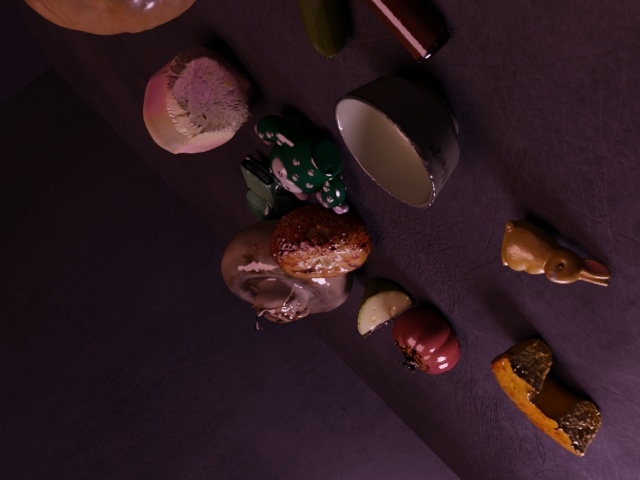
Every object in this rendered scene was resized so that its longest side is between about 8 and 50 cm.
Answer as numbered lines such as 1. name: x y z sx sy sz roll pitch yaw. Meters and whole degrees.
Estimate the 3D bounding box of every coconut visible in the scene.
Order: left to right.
1. coconut: -0.280 -0.308 1.645 0.233 0.233 0.245 52 158 -16

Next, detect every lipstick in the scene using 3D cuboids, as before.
1. lipstick: 0.030 -0.374 0.919 0.356 0.057 0.057 48 166 -3

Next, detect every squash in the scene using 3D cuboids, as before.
1. squash: -0.002 -0.350 1.050 0.069 0.069 0.258 39 163 29
2. squash: 0.169 0.140 1.947 0.093 0.169 0.252 52 -161 -7

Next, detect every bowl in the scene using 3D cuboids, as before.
1. bowl: 0.128 -0.162 1.084 0.211 0.112 0.211 42 164 15

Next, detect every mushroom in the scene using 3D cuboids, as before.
1. mushroom: -0.093 0.110 1.966 0.362 0.294 0.362 9 153 4

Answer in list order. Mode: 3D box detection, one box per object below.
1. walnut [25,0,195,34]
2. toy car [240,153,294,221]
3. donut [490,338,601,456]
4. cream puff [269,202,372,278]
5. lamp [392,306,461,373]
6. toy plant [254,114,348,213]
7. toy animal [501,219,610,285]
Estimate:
1. walnut: -0.324 -0.498 1.087 0.383 0.383 0.383 44 165 15
2. toy car: -0.138 -0.101 2.029 0.141 0.097 0.320 39 164 28
3. donut: 0.430 0.295 1.444 0.259 0.101 0.152 49 166 -11
4. cream puff: 0.001 0.000 1.692 0.240 0.240 0.164 76 -178 -62
5. lamp: 0.251 0.249 1.763 0.182 0.140 0.182 41 160 19
6. toy plant: -0.040 -0.164 1.560 0.243 0.112 0.232 26 150 41
7. toy animal: 0.344 0.027 1.063 0.159 0.070 0.083 31 157 35
